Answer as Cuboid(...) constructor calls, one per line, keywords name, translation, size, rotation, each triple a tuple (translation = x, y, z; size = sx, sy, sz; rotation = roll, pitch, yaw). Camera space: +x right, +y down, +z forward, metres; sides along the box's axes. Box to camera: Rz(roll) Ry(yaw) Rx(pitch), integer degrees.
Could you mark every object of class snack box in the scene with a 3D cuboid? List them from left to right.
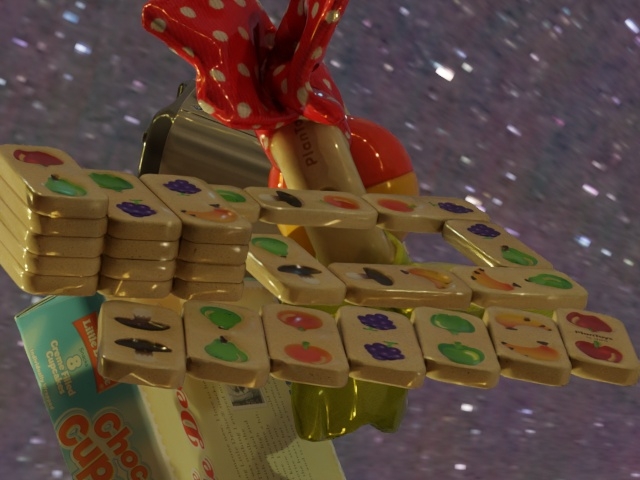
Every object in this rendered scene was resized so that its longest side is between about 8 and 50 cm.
Cuboid(name="snack box", translation=(-0.036, 0.174, 1.011), size=(0.060, 0.187, 0.322), rotation=(-26, -103, 23))

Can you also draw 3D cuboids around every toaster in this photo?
Cuboid(name="toaster", translation=(-0.050, 0.013, 1.270), size=(0.146, 0.129, 0.227), rotation=(15, -67, 6))

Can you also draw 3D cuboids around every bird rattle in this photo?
Cuboid(name="bird rattle", translation=(-0.001, -0.027, 1.004), size=(0.143, 0.207, 0.253), rotation=(-32, -89, 4))

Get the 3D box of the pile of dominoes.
Cuboid(name="pile of dominoes", translation=(0.000, 0.000, 0.757), size=(0.196, 0.251, 0.040), rotation=(40, -57, 56))
